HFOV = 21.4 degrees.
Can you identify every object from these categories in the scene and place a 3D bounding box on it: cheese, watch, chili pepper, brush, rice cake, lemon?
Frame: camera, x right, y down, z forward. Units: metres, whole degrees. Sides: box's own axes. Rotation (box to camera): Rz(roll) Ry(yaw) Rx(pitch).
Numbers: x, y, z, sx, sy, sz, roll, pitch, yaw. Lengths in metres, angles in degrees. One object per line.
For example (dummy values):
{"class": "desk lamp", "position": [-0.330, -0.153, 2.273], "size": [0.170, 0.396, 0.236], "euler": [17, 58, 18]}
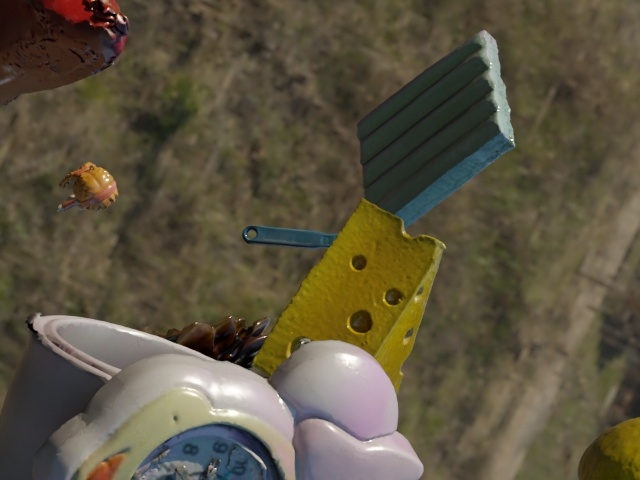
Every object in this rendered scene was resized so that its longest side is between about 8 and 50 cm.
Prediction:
{"class": "cheese", "position": [0.037, 0.058, 1.466], "size": [0.126, 0.093, 0.171], "euler": [3, 115, -62]}
{"class": "watch", "position": [-0.088, 0.131, 1.122], "size": [0.217, 0.248, 0.211], "euler": [36, -72, 62]}
{"class": "chili pepper", "position": [-0.244, -0.156, 1.314], "size": [0.387, 0.110, 0.110], "euler": [-3, -128, 57]}
{"class": "brush", "position": [0.000, 0.000, 1.745], "size": [0.014, 0.164, 0.051], "euler": [73, 22, -70]}
{"class": "rice cake", "position": [0.119, -0.113, 1.836], "size": [0.198, 0.037, 0.189], "euler": [-32, -136, 31]}
{"class": "lemon", "position": [0.386, 0.274, 1.849], "size": [0.170, 0.207, 0.170], "euler": [1, 90, -88]}

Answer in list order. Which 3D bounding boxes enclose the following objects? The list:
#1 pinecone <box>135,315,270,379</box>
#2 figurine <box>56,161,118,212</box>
{"class": "pinecone", "position": [-0.126, 0.207, 1.720], "size": [0.264, 0.264, 0.264], "euler": [-60, 168, -21]}
{"class": "figurine", "position": [-0.227, -0.047, 1.631], "size": [0.064, 0.047, 0.109], "euler": [-38, -171, -18]}
